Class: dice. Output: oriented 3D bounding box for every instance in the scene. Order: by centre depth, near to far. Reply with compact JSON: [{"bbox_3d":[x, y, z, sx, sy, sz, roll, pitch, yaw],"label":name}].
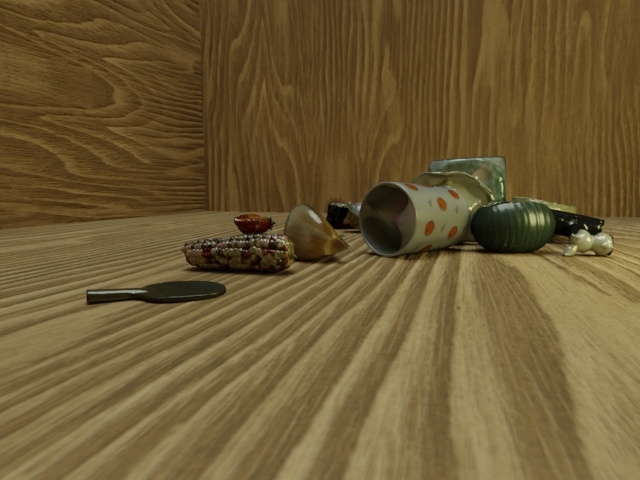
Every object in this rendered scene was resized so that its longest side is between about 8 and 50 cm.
[{"bbox_3d":[0.672,-0.215,1.985,0.328,0.347,0.330,1,5,22],"label":"dice"}]

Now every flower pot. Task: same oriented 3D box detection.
[{"bbox_3d":[0.585,-0.043,1.324,0.243,0.156,0.189,1,8,0],"label":"flower pot"}]

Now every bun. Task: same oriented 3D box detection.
[{"bbox_3d":[0.865,-0.086,1.704,0.260,0.152,0.259,12,9,-2],"label":"bun"}]

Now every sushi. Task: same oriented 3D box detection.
[{"bbox_3d":[0.143,-0.122,2.144,0.225,0.126,0.136,0,6,-15],"label":"sushi"}]

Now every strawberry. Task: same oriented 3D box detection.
[{"bbox_3d":[-0.277,-0.065,1.835,0.141,0.084,0.192,9,14,9],"label":"strawberry"}]

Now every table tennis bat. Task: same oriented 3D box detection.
[{"bbox_3d":[-0.291,0.093,0.785,0.235,0.022,0.131,-1,7,-24],"label":"table tennis bat"}]

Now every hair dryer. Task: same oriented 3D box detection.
[{"bbox_3d":[0.847,-0.030,1.453,0.197,0.089,0.251,18,25,18],"label":"hair dryer"}]

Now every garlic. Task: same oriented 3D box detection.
[{"bbox_3d":[-0.012,-0.006,1.283,0.196,0.151,0.338,28,2,4],"label":"garlic"}]

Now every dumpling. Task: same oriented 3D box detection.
[{"bbox_3d":[0.428,-0.120,1.538,0.181,0.259,0.341,-16,23,-39],"label":"dumpling"}]

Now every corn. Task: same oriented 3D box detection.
[{"bbox_3d":[-0.193,0.032,1.020,0.281,0.092,0.092,-3,6,12],"label":"corn"}]

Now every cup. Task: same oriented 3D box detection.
[{"bbox_3d":[0.302,-0.066,1.322,0.318,0.212,0.212,-3,7,-41],"label":"cup"}]

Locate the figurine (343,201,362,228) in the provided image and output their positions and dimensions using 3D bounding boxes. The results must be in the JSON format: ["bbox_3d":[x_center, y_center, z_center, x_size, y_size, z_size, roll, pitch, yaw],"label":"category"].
[{"bbox_3d":[0.245,-0.095,1.952,0.275,0.133,0.194,14,19,3],"label":"figurine"}]

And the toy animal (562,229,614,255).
[{"bbox_3d":[0.762,0.010,1.240,0.125,0.070,0.085,9,24,12],"label":"toy animal"}]
